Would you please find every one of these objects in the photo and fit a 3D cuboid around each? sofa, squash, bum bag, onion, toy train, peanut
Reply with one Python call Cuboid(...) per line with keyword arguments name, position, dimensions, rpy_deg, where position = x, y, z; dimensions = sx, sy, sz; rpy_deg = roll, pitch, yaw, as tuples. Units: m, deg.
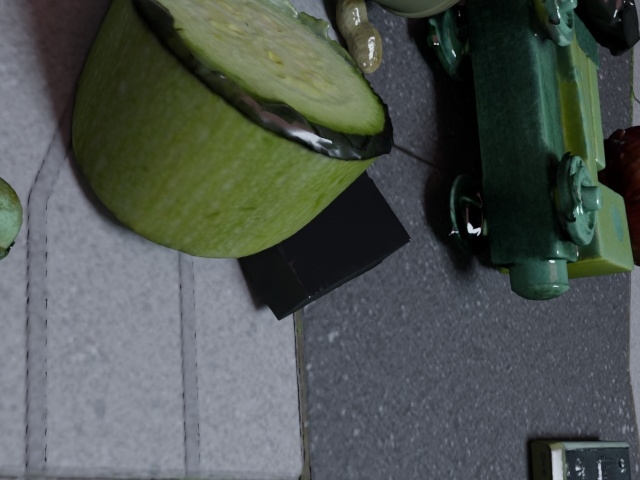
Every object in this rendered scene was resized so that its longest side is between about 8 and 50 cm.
Cuboid(name="sofa", position=(0.000, 0.000, 0.565), dimensions=(0.147, 0.060, 0.085), rpy_deg=(-26, 82, -44))
Cuboid(name="squash", position=(-0.059, -0.105, 0.488), dimensions=(0.220, 0.133, 0.220), rpy_deg=(23, 41, -22))
Cuboid(name="bum bag", position=(0.352, -0.355, 0.879), dimensions=(0.142, 0.079, 0.327), rpy_deg=(42, 38, -31))
Cuboid(name="onion", position=(0.441, -0.044, 0.937), dimensions=(0.230, 0.163, 0.230), rpy_deg=(53, 18, -25))
Cuboid(name="toy train", position=(0.248, -0.126, 0.763), dimensions=(0.253, 0.160, 0.398), rpy_deg=(11, 72, -51))
Cuboid(name="peanut", position=(0.036, -0.205, 0.654), dimensions=(0.037, 0.037, 0.083), rpy_deg=(-42, 112, -41))

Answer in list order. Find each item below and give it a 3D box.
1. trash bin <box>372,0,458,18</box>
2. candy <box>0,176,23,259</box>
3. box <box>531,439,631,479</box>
Cuboid(name="trash bin", position=(0.025, -0.316, 0.560), dimensions=(0.247, 0.121, 0.244), rpy_deg=(-24, 90, -60))
Cuboid(name="candy", position=(-0.256, -0.023, 0.328), dimensions=(0.202, 0.061, 0.061), rpy_deg=(9, 74, -34))
Cuboid(name="box", position=(0.323, 0.377, 0.790), dimensions=(0.210, 0.045, 0.271), rpy_deg=(16, 70, -39))
